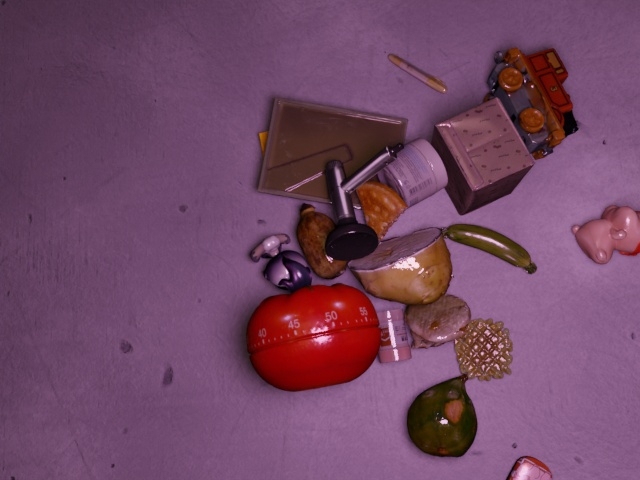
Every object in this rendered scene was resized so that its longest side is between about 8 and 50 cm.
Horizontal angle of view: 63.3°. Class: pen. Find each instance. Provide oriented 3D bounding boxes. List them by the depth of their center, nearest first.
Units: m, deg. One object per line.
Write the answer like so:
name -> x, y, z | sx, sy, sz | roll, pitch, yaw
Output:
pen -> 0.327, -0.561, 1.735 | 0.233, 0.032, 0.040 | 38, 64, 13

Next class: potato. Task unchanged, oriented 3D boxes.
potato -> 0.244, 0.104, 1.537 | 0.300, 0.246, 0.196 | -17, 103, 23

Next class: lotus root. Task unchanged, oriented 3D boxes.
lotus root -> 0.000, 0.000, 1.625 | 0.129, 0.145, 0.260 | -19, 77, -31

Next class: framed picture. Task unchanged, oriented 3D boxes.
framed picture -> 0.042, -0.275, 1.686 | 0.447, 0.028, 0.325 | 10, 84, 1

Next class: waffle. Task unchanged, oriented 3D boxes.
waffle -> 0.488, 0.325, 1.548 | 0.169, 0.036, 0.183 | -7, 79, 6

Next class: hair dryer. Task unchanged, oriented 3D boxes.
hair dryer -> 0.108, -0.140, 1.488 | 0.156, 0.284, 0.320 | 9, 62, -27

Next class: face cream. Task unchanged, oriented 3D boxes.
face cream -> 0.274, -0.201, 1.579 | 0.153, 0.177, 0.177 | -30, 77, -5

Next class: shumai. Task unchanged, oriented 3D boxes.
shumai -> 0.350, 0.254, 1.540 | 0.201, 0.120, 0.201 | -13, 35, 9

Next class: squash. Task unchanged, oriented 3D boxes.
squash -> 0.516, 0.007, 1.584 | 0.319, 0.080, 0.071 | 24, 46, 11

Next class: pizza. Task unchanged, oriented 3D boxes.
pizza -> 0.184, -0.091, 1.609 | 0.053, 0.193, 0.201 | -21, 46, -37

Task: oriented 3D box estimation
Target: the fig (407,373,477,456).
fig -> 0.360, 0.492, 1.483 | 0.195, 0.195, 0.245 | 24, 52, 12

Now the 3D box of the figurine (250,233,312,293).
figurine -> -0.105, 0.078, 1.634 | 0.145, 0.145, 0.222 | -39, 75, 0

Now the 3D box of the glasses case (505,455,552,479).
glasses case -> 0.550, 0.734, 1.448 | 0.103, 0.067, 0.266 | 27, 84, 14

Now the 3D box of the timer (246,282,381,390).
timer -> -0.018, 0.273, 1.459 | 0.378, 0.378, 0.279 | -12, 76, 6

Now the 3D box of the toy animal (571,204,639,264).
toy animal -> 0.854, -0.020, 1.494 | 0.198, 0.171, 0.171 | -23, 77, 7

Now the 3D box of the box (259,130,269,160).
box -> -0.063, -0.317, 1.743 | 0.269, 0.043, 0.152 | -13, 82, 7

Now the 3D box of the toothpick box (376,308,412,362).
toothpick box -> 0.214, 0.288, 1.564 | 0.099, 0.098, 0.148 | -11, 77, 7

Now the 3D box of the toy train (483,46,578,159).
toy train -> 0.654, -0.440, 1.603 | 0.232, 0.163, 0.369 | -21, 77, -4

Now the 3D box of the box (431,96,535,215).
box -> 0.457, -0.233, 1.518 | 0.191, 0.297, 0.225 | -26, 77, 4
